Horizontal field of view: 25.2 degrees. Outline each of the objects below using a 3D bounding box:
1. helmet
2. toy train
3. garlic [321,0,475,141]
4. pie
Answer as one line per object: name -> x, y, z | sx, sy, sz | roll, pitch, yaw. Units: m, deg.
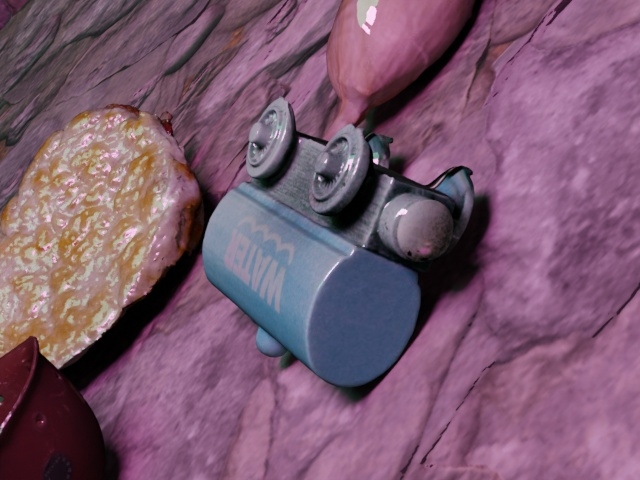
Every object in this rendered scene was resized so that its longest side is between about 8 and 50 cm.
helmet -> -0.208, 0.155, 0.976 | 0.175, 0.106, 0.155 | -7, 45, 59
toy train -> 0.000, 0.000, 0.891 | 0.159, 0.101, 0.248 | -64, 24, 4
garlic -> 0.048, -0.152, 1.050 | 0.128, 0.090, 0.198 | -41, 27, 55
pie -> -0.205, 0.014, 1.188 | 0.274, 0.105, 0.257 | -47, 33, 4
